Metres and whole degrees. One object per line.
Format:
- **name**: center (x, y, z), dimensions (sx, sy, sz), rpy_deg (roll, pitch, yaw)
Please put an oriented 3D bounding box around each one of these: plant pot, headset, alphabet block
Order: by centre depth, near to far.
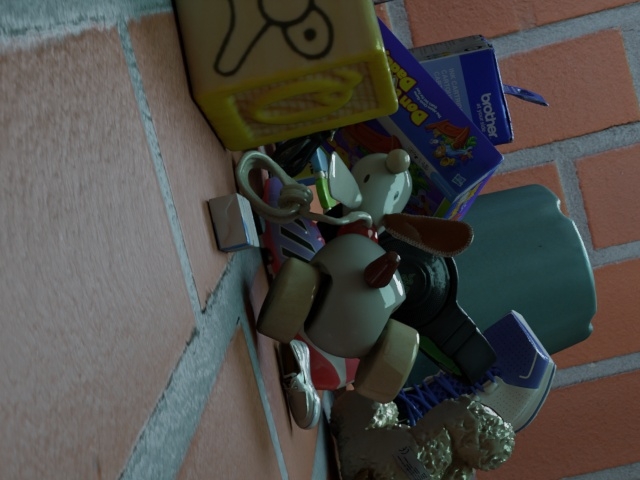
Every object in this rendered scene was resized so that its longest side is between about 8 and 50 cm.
- **alphabet block**: center (-0.038, -0.224, 1.545), dimensions (0.193, 0.192, 0.197), rpy_deg (55, 23, -74)
- **headset**: center (0.085, 0.010, 1.857), dimensions (0.394, 0.185, 0.243), rpy_deg (46, -6, -29)
- **plant pot**: center (0.210, 0.078, 2.314), dimensions (0.341, 0.334, 0.341), rpy_deg (163, -90, -78)

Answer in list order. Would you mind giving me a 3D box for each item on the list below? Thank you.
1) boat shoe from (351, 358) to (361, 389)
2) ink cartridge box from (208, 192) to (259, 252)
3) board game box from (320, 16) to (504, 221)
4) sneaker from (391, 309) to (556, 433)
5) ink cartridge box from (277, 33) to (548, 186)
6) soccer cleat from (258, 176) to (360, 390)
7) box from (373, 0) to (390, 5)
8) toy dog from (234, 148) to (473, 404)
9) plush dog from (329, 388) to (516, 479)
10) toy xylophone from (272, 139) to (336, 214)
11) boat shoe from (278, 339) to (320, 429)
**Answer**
- **boat shoe**: center (0.018, 0.126, 1.912), dimensions (0.183, 0.066, 0.066), rpy_deg (45, -4, -26)
- **ink cartridge box**: center (-0.079, -0.015, 1.426), dimensions (0.083, 0.028, 0.048), rpy_deg (31, 46, -84)
- **board game box**: center (0.055, -0.165, 1.885), dimensions (0.347, 0.078, 0.233), rpy_deg (49, -19, 9)
- **sneaker**: center (0.163, 0.233, 2.094), dimensions (0.182, 0.315, 0.127), rpy_deg (20, 27, -50)
- **ink cartridge box**: center (0.132, -0.204, 2.301), dimensions (0.270, 0.395, 0.151), rpy_deg (-82, 158, -78)
- **soccer cleat**: center (-0.008, 0.045, 1.727), dimensions (0.083, 0.095, 0.248), rpy_deg (53, 25, -79)
- **box**: center (0.001, -0.333, 1.996), dimensions (0.100, 0.244, 0.060), rpy_deg (62, 15, -73)
- **toy dog**: center (0.049, -0.003, 1.567), dimensions (0.161, 0.220, 0.334), rpy_deg (-53, -147, 38)
- **plush dog**: center (0.117, 0.327, 1.932), dimensions (0.210, 0.262, 0.225), rpy_deg (-55, 130, -38)
- **toy xylophone**: center (0.000, 0.000, 2.062), dimensions (0.236, 0.081, 0.323), rpy_deg (-75, 151, -80)
- **boat shoe**: center (-0.026, 0.149, 1.620), dimensions (0.035, 0.035, 0.100), rpy_deg (22, 54, -51)
